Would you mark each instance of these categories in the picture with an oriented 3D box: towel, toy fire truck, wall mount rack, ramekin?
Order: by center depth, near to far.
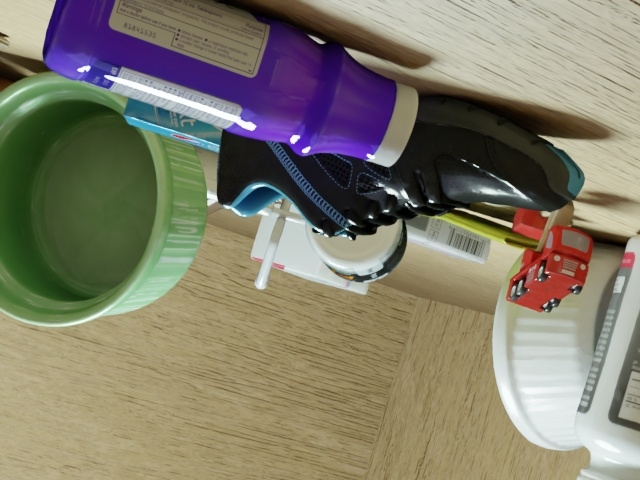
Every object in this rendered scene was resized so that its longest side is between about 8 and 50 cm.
[{"bbox_3d":[0.245,0.004,1.751,0.047,0.135,0.192,19,162,-7],"label":"toy fire truck"},{"bbox_3d":[0.193,-0.012,1.968,0.102,0.021,0.237,10,-173,-29],"label":"towel"},{"bbox_3d":[-0.285,-0.047,1.998,0.303,0.303,0.148,15,-176,24],"label":"ramekin"},{"bbox_3d":[0.339,0.126,2.011,0.127,0.273,0.273,-2,164,44],"label":"ramekin"},{"bbox_3d":[-0.140,-0.077,2.207,0.350,0.130,0.304,17,-145,-1],"label":"wall mount rack"}]

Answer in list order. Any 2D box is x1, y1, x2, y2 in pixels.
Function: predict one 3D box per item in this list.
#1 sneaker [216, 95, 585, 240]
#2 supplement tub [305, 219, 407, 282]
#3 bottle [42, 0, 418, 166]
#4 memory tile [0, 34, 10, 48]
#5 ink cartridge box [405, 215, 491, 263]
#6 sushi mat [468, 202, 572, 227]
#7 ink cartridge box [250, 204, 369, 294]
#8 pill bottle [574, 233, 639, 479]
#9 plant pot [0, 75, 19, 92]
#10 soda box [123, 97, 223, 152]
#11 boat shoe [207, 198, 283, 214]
[{"bbox_3d":[0.063,-0.056,1.416,0.341,0.139,0.125,13,173,31],"label":"sneaker"},{"bbox_3d":[0.047,-0.010,2.016,0.117,0.117,0.190,16,174,8],"label":"supplement tub"},{"bbox_3d":[-0.066,-0.130,1.253,0.283,0.092,0.118,18,177,-13],"label":"bottle"},{"bbox_3d":[-0.423,-0.242,1.841,0.113,0.012,0.148,20,176,-40],"label":"memory tile"},{"bbox_3d":[0.103,-0.027,2.327,0.189,0.066,0.232,19,172,-31],"label":"ink cartridge box"},{"bbox_3d":[0.145,-0.057,1.965,0.317,0.019,0.151,16,175,13],"label":"sushi mat"},{"bbox_3d":[0.000,0.000,2.598,0.128,0.127,0.176,14,175,29],"label":"ink cartridge box"},{"bbox_3d":[0.385,0.165,1.834,0.176,0.318,0.176,17,177,1],"label":"pill bottle"},{"bbox_3d":[-0.461,-0.106,2.204,0.203,0.290,0.291,-1,-171,-41],"label":"plant pot"},{"bbox_3d":[-0.089,-0.122,1.674,0.210,0.067,0.071,17,176,-1],"label":"soda box"},{"bbox_3d":[-0.158,-0.076,2.444,0.257,0.095,0.095,15,176,24],"label":"boat shoe"}]
